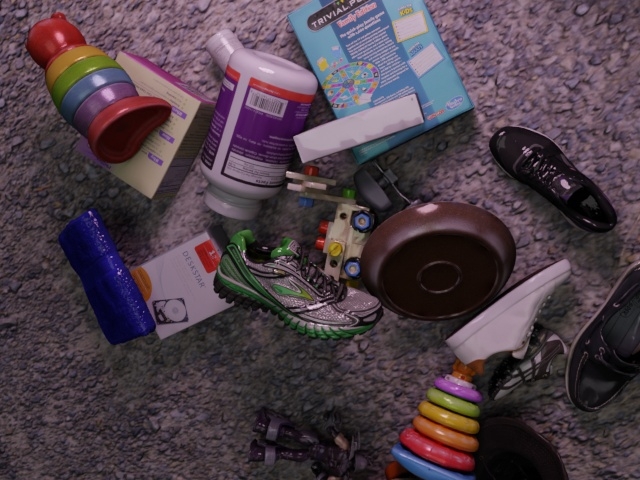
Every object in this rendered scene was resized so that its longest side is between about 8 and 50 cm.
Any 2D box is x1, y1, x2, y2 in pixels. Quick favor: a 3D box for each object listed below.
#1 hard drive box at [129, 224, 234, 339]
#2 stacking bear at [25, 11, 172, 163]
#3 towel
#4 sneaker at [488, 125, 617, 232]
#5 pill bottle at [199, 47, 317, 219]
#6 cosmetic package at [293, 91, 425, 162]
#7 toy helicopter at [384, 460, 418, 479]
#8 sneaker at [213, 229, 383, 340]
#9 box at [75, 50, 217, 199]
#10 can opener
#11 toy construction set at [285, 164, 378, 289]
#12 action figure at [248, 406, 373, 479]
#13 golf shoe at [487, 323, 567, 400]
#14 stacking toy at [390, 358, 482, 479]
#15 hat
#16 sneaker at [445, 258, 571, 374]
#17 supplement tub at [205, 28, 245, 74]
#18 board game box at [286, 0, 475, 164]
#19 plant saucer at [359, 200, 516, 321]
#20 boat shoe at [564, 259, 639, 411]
[{"bbox_3d":[-0.300,0.096,1.328,0.232,0.089,0.181,-27,93,15],"label":"hard drive box"},{"bbox_3d":[-0.470,-0.319,1.149,0.175,0.164,0.289,-42,83,16],"label":"stacking bear"},{"bbox_3d":[-0.499,0.096,1.323,0.228,0.076,0.308,-26,93,56],"label":"towel"},{"bbox_3d":[0.452,-0.124,1.100,0.283,0.124,0.107,39,105,4],"label":"sneaker"},{"bbox_3d":[-0.137,-0.212,1.180,0.182,0.181,0.322,25,113,8],"label":"pill bottle"},{"bbox_3d":[0.076,-0.215,1.102,0.239,0.099,0.060,-16,100,16],"label":"cosmetic package"},{"bbox_3d":[0.080,0.622,1.276,0.355,0.235,0.140,-52,44,32],"label":"toy helicopter"},{"bbox_3d":[-0.042,0.084,1.108,0.344,0.134,0.146,18,113,9],"label":"sneaker"},{"bbox_3d":[-0.379,-0.250,1.274,0.214,0.117,0.242,32,104,6],"label":"box"},{"bbox_3d":[0.180,-0.046,1.198,0.095,0.076,0.283,-37,91,7],"label":"can opener"},{"bbox_3d":[0.000,0.000,1.222,0.215,0.151,0.327,12,113,11],"label":"toy construction set"},{"bbox_3d":[-0.018,0.477,1.327,0.285,0.099,0.185,13,95,7],"label":"action figure"},{"bbox_3d":[0.430,0.272,1.197,0.094,0.077,0.198,33,109,0],"label":"golf shoe"},{"bbox_3d":[0.279,0.347,1.216,0.175,0.166,0.301,17,83,20],"label":"stacking toy"},{"bbox_3d":[0.428,0.527,1.183,0.134,0.331,0.330,5,103,-27],"label":"hat"},{"bbox_3d":[0.401,0.158,1.156,0.290,0.106,0.123,-41,78,11],"label":"sneaker"},{"bbox_3d":[-0.187,-0.387,1.231,0.071,0.071,0.107,-37,89,16],"label":"supplement tub"},{"bbox_3d":[0.122,-0.359,1.161,0.254,0.079,0.335,-25,93,16],"label":"board game box"},{"bbox_3d":[0.234,0.061,1.142,0.311,0.050,0.310,1,129,2],"label":"plant saucer"},{"bbox_3d":[0.592,0.204,1.128,0.127,0.113,0.339,28,104,7],"label":"boat shoe"}]
